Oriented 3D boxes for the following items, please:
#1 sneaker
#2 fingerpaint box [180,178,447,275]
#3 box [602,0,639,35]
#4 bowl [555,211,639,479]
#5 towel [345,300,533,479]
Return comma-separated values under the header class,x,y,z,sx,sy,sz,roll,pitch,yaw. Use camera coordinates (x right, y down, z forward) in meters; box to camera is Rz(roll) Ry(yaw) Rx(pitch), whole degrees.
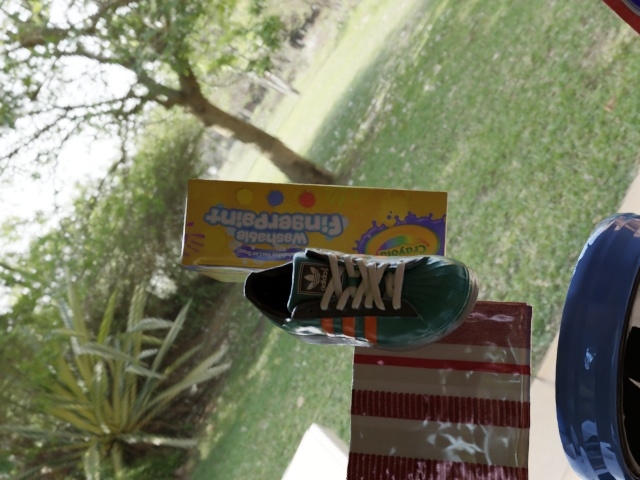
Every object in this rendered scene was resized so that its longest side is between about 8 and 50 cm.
class,x,y,z,sx,sy,sz,roll,pitch,yaw
sneaker,0.032,0.064,0.882,0.302,0.121,0.108,-12,59,42
fingerpaint box,0.000,0.000,1.438,0.371,0.445,0.163,60,-147,-82
box,0.319,-0.250,0.619,0.154,0.300,0.142,-40,-7,-42
bowl,0.450,0.157,1.074,0.077,0.391,0.391,6,63,41
towel,0.156,0.241,1.007,0.037,0.237,0.328,34,-121,-76
